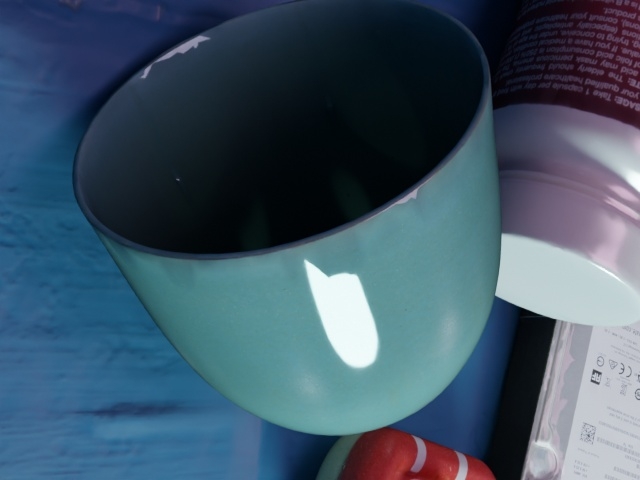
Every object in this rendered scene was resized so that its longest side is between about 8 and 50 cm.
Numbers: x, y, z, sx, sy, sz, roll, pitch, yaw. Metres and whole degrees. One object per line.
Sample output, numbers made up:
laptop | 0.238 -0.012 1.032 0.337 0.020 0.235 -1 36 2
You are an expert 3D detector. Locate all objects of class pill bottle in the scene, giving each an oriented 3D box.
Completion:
pill bottle | 0.272 -0.133 1.249 0.224 0.224 0.392 38 67 -38

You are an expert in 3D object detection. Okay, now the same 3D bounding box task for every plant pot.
plant pot | 0.000 0.000 0.967 0.293 0.293 0.235 -47 136 -31

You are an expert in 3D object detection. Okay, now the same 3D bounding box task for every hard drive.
hard drive | 0.284 0.210 1.350 0.237 0.064 0.339 24 75 -29

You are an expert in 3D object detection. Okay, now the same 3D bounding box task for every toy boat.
toy boat | 0.100 0.250 1.152 0.231 0.151 0.151 25 74 -41
